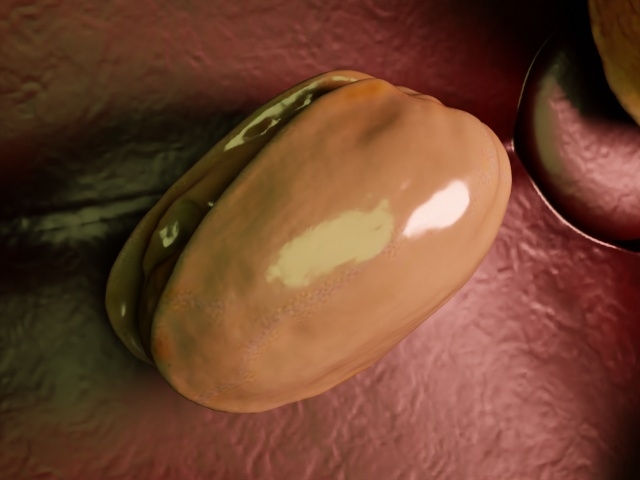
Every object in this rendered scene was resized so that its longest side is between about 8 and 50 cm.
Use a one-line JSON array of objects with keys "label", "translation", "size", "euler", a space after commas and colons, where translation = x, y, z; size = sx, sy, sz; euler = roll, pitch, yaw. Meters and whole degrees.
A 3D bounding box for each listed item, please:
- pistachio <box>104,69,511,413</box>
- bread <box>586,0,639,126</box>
[{"label": "pistachio", "translation": [0.000, 0.000, 0.664], "size": [0.215, 0.144, 0.144], "euler": [-35, 100, -15]}, {"label": "bread", "translation": [0.249, -0.156, 0.757], "size": [0.197, 0.170, 0.197], "euler": [2, 81, -11]}]
